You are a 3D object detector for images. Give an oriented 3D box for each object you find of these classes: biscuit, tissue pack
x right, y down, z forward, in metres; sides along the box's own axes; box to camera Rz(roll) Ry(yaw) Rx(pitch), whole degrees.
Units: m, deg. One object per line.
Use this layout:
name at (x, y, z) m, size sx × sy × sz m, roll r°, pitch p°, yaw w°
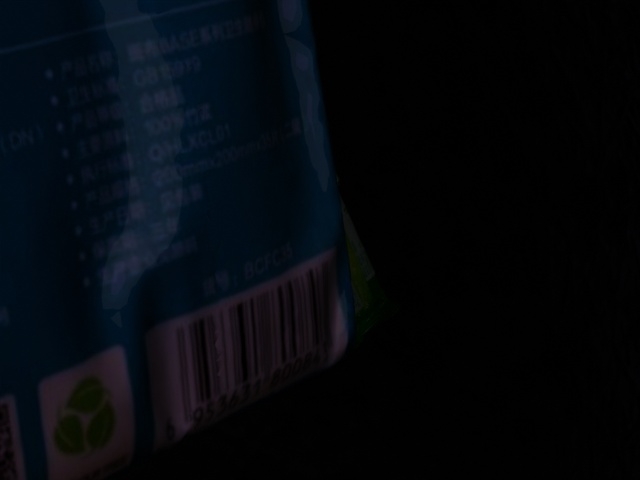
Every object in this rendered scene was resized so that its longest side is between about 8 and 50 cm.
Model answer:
biscuit at (0.000, 0.000, 0.670) m, size 0.046 × 0.016 × 0.089 m, roll -42°, pitch 115°, yaw -45°
tissue pack at (-0.129, -0.018, 0.435) m, size 0.271 × 0.134 × 0.192 m, roll -20°, pitch 105°, yaw -48°
